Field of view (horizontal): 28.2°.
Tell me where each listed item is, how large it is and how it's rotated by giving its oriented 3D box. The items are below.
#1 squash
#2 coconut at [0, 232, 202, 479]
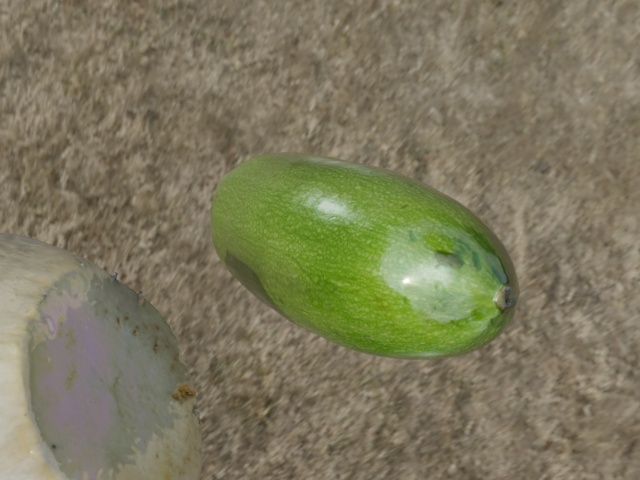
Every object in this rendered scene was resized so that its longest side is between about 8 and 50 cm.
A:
[{"bbox_3d":[0.000,0.000,0.792,0.107,0.395,0.107,-3,100,-19],"label":"squash"},{"bbox_3d":[-0.187,0.117,0.687,0.241,0.241,0.241,6,69,-15],"label":"coconut"}]
